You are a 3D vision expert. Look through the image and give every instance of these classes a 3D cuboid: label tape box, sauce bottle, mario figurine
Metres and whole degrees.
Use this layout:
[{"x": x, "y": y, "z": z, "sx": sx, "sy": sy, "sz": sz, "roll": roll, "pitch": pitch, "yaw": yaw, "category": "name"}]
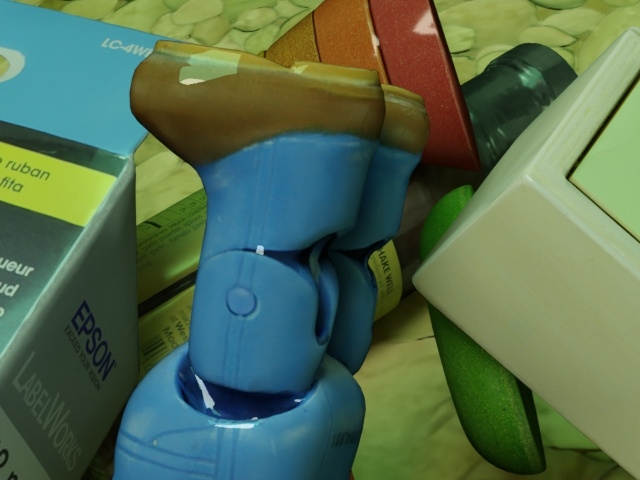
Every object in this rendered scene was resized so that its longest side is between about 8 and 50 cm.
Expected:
[{"x": -0.219, "y": 0.047, "z": 0.600, "sx": 0.249, "sy": 0.115, "sz": 0.347, "roll": 16, "pitch": 56, "yaw": 22, "category": "label tape box"}, {"x": 0.000, "y": 0.000, "z": 0.749, "sx": 0.344, "sy": 0.111, "sz": 0.111, "roll": -30, "pitch": 41, "yaw": -22, "category": "sauce bottle"}, {"x": -0.059, "y": 0.094, "z": 0.495, "sx": 0.198, "sy": 0.320, "sz": 0.170, "roll": 9, "pitch": -1, "yaw": -38, "category": "mario figurine"}]

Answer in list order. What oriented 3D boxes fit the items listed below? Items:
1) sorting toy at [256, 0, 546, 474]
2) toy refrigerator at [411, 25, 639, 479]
[{"x": 0.022, "y": 0.030, "z": 0.629, "sx": 0.126, "sy": 0.127, "sz": 0.365, "roll": -14, "pitch": 60, "yaw": 9, "category": "sorting toy"}, {"x": 0.177, "y": 0.053, "z": 0.527, "sx": 0.269, "sy": 0.094, "sz": 0.102, "roll": 41, "pitch": 52, "yaw": 0, "category": "toy refrigerator"}]
